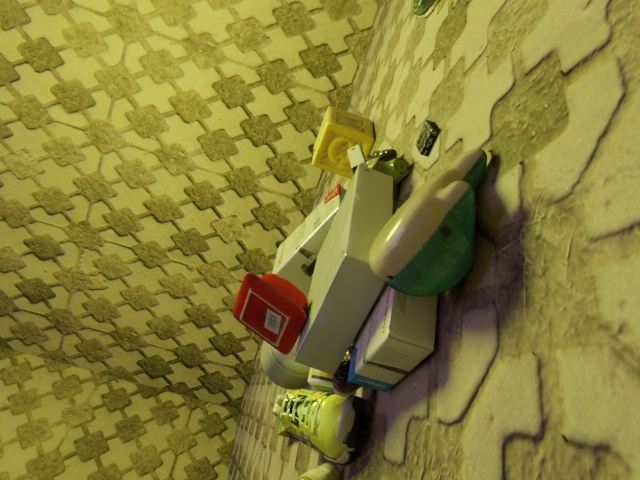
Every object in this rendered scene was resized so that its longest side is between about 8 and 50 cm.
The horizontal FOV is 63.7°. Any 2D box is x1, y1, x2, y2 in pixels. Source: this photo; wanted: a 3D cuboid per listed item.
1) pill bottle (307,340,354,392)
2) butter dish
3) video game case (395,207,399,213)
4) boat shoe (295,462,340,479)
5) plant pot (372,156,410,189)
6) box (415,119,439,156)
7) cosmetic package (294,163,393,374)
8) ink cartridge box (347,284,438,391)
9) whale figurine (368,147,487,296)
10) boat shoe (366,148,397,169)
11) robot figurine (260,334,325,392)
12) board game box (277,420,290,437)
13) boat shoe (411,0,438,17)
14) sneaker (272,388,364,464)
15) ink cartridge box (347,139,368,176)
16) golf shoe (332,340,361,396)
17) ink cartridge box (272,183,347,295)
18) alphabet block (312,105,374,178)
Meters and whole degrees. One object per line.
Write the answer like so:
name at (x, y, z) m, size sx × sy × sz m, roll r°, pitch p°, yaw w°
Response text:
pill bottle at (0.038, 0.269, 1.251) m, size 0.103 × 0.103 × 0.184 m, roll 128°, pitch 158°, yaw -68°
butter dish at (-0.089, 0.136, 1.108) m, size 0.118 × 0.160 × 0.160 m, roll -41°, pitch -20°, yaw -48°
video game case at (0.185, -0.027, 1.219) m, size 0.122 × 0.011 × 0.087 m, roll -116°, pitch 44°, yaw -78°
boat shoe at (-0.038, 0.594, 1.130) m, size 0.098 × 0.109 × 0.302 m, roll -20°, pitch -38°, yaw -47°
plant pot at (0.189, -0.177, 1.326) m, size 0.079 × 0.083 × 0.083 m, roll -28°, pitch 43°, yaw 60°
box at (0.250, -0.243, 1.215) m, size 0.083 × 0.018 × 0.067 m, roll -89°, pitch 19°, yaw -64°
cosmetic package at (0.057, 0.046, 1.095) m, size 0.377 × 0.097 × 0.284 m, roll -77°, pitch 7°, yaw -56°
ink cartridge box at (0.128, 0.163, 0.925) m, size 0.203 × 0.085 × 0.148 m, roll 118°, pitch 169°, yaw -52°
whale figurine at (0.198, -0.025, 0.827) m, size 0.272 × 0.141 × 0.216 m, roll -49°, pitch -1°, yaw -27°
boat shoe at (0.174, -0.227, 1.515) m, size 0.073 × 0.080 × 0.223 m, roll -67°, pitch 13°, yaw -1°
robot figurine at (-0.058, 0.302, 1.459) m, size 0.300 × 0.199 × 0.353 m, roll 65°, pitch 155°, yaw 22°
board game box at (-0.091, 0.575, 1.669) m, size 0.181 × 0.043 × 0.092 m, roll 120°, pitch 165°, yaw -58°
boat shoe at (0.326, -0.778, 1.571) m, size 0.319 × 0.099 × 0.116 m, roll -135°, pitch 63°, yaw -81°
sneaker at (-0.015, 0.406, 1.155) m, size 0.385 × 0.147 × 0.145 m, roll 131°, pitch 158°, yaw -64°
ink cartridge box at (0.123, -0.145, 1.390) m, size 0.208 × 0.045 × 0.206 m, roll -88°, pitch -21°, yaw -64°
golf shoe at (0.065, 0.291, 1.100) m, size 0.186 × 0.067 × 0.086 m, roll -38°, pitch -37°, yaw -69°
ink cartridge box at (0.000, 0.000, 1.437) m, size 0.273 × 0.114 × 0.197 m, roll -45°, pitch 16°, yaw 19°
alphabet block at (0.088, -0.379, 1.994) m, size 0.197 × 0.193 × 0.192 m, roll -86°, pitch 14°, yaw -59°
